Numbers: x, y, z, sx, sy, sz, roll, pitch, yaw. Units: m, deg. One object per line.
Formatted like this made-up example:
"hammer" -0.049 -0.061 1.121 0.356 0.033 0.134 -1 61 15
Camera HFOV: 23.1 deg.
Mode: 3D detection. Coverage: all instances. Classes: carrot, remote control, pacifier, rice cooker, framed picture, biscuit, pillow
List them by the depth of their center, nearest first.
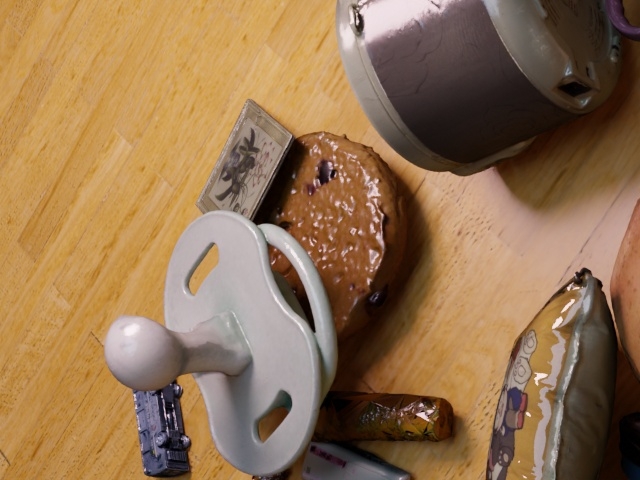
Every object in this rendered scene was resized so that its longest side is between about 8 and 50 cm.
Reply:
"pillow" 0.239 0.196 1.622 0.119 0.312 0.310 9 83 10
"rice cooker" 0.178 -0.232 1.793 0.277 0.288 0.288 -24 63 35
"pacifier" -0.130 0.117 1.876 0.288 0.269 0.343 -53 56 36
"carrot" 0.064 0.215 1.902 0.229 0.069 0.069 -4 75 39
"remote control" 0.041 0.287 1.923 0.166 0.029 0.065 18 91 43
"biscuit" 0.001 0.000 2.007 0.296 0.075 0.296 -11 74 43
"framed picture" -0.103 -0.092 2.103 0.173 0.010 0.231 -63 22 7

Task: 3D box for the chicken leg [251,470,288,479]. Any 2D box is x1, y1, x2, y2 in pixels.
"chicken leg" -0.072 0.313 2.020 0.083 0.021 0.036 -46 62 22

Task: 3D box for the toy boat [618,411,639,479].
"toy boat" 0.388 0.241 1.599 0.223 0.100 0.097 15 131 57

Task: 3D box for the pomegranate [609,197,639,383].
"pomegranate" 0.429 0.053 1.491 0.322 0.322 0.322 -13 70 38

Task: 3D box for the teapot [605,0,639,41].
"teapot" 0.394 -0.292 1.730 0.148 0.116 0.146 -55 43 49

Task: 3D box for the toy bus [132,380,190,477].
"toy bus" -0.222 0.246 2.153 0.065 0.047 0.166 -32 58 36
